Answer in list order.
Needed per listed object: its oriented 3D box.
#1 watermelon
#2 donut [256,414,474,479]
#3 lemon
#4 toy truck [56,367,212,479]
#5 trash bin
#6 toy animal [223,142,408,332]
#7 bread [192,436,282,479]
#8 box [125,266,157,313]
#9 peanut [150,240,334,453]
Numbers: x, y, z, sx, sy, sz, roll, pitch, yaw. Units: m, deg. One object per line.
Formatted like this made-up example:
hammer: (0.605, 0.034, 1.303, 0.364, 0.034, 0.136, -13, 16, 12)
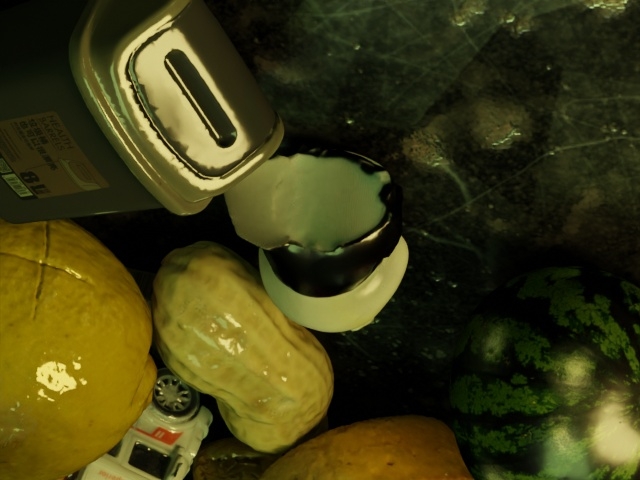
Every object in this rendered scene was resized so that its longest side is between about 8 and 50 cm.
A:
watermelon: (0.250, 0.154, 1.549, 0.268, 0.269, 0.269, 8, 138, 8)
donut: (0.045, 0.284, 1.780, 0.277, 0.108, 0.278, -17, 153, -9)
lemon: (-0.311, 0.101, 1.589, 0.297, 0.297, 0.297, 8, 138, 8)
toy truck: (-0.329, 0.204, 1.800, 0.387, 0.207, 0.173, 27, 137, -13)
trash bin: (-0.193, -0.126, 1.432, 0.290, 0.182, 0.209, -9, 132, 32)
toy animal: (0.000, 0.000, 1.549, 0.166, 0.138, 0.179, 23, 150, 22)
bread: (-0.101, 0.316, 1.934, 0.113, 0.083, 0.211, -2, 137, -10)
box: (-0.266, 0.049, 1.739, 0.218, 0.040, 0.055, 10, 139, 6)
peanut: (-0.077, 0.122, 1.701, 0.147, 0.147, 0.305, -14, 135, 29)
